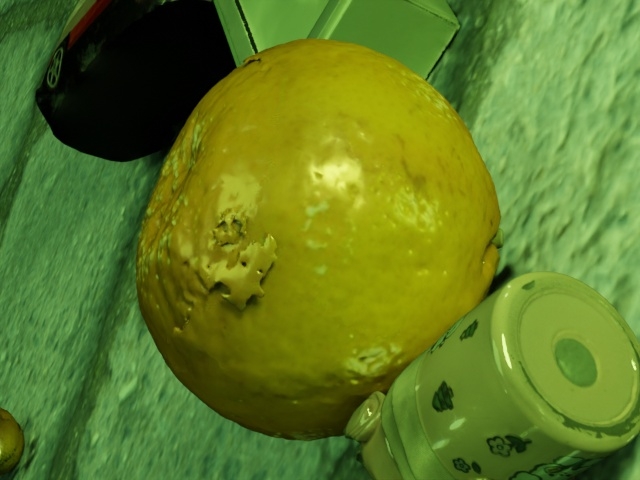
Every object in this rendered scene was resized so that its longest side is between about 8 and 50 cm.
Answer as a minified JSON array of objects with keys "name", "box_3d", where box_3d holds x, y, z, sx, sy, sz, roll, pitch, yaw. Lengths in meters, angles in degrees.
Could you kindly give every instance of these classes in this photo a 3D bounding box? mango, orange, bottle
[{"name":"mango","box_3d":[-0.313,0.191,1.506,0.127,0.063,0.077,-6,59,56]},{"name":"orange","box_3d":[-0.002,0.001,0.885,0.219,0.193,0.219,24,-90,-89]},{"name":"bottle","box_3d":[0.079,0.087,0.770,0.152,0.099,0.099,-44,34,46]}]

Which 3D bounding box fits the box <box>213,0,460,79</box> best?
[{"name":"box","box_3d":[0.002,-0.161,1.134,0.129,0.086,0.225,-57,28,22]}]

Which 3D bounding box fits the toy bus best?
[{"name":"toy bus","box_3d":[-0.128,-0.189,1.376,0.303,0.128,0.147,-36,35,52]}]
